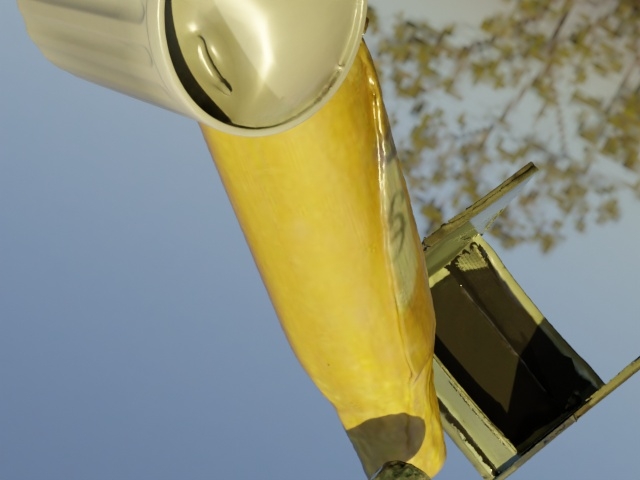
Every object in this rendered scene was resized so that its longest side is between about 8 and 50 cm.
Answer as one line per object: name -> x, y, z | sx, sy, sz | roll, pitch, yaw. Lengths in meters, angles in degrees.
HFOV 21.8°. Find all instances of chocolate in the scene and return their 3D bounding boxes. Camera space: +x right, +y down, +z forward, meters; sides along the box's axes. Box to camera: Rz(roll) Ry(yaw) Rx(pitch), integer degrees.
chocolate -> 0.027, 0.022, 1.461 | 0.162, 0.162, 0.445 | -130, 18, -61

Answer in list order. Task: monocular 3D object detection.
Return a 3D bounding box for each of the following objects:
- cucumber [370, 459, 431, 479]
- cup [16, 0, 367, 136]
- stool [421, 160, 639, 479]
cucumber -> 0.051, 0.235, 1.361 | 0.064, 0.064, 0.112 | 28, -126, -2
cup -> -0.075, -0.180, 1.126 | 0.221, 0.167, 0.202 | -34, -148, -29
stool -> 0.208, 0.099, 1.817 | 0.243, 0.170, 0.269 | 50, 155, 10
